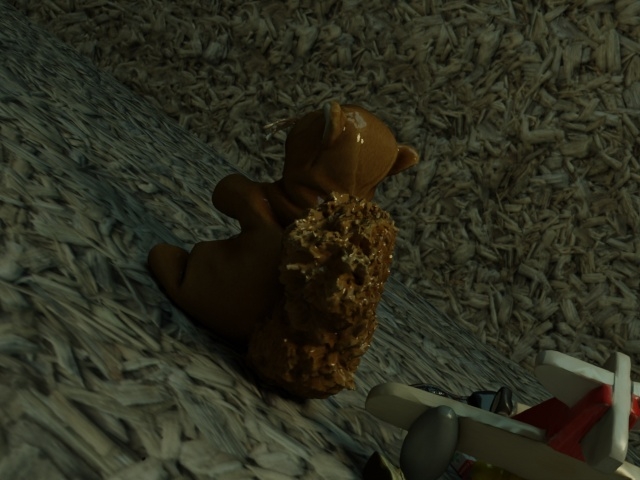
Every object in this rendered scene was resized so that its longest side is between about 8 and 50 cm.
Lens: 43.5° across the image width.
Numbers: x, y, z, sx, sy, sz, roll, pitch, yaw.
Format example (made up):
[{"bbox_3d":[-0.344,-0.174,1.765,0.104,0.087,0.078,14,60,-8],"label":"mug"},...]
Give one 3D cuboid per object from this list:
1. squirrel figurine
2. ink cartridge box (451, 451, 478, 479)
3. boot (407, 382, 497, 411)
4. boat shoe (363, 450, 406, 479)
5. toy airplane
[{"bbox_3d":[0.000,0.000,1.126,0.281,0.370,0.397,30,11,-35],"label":"squirrel figurine"},{"bbox_3d":[0.239,0.357,1.267,0.063,0.029,0.115,28,11,-38],"label":"ink cartridge box"},{"bbox_3d":[0.198,0.299,1.330,0.219,0.106,0.082,7,46,-12],"label":"boot"},{"bbox_3d":[0.086,0.295,0.951,0.045,0.050,0.135,29,10,-10],"label":"boat shoe"},{"bbox_3d":[0.294,0.298,1.005,0.386,0.272,0.384,0,-32,44],"label":"toy airplane"}]
